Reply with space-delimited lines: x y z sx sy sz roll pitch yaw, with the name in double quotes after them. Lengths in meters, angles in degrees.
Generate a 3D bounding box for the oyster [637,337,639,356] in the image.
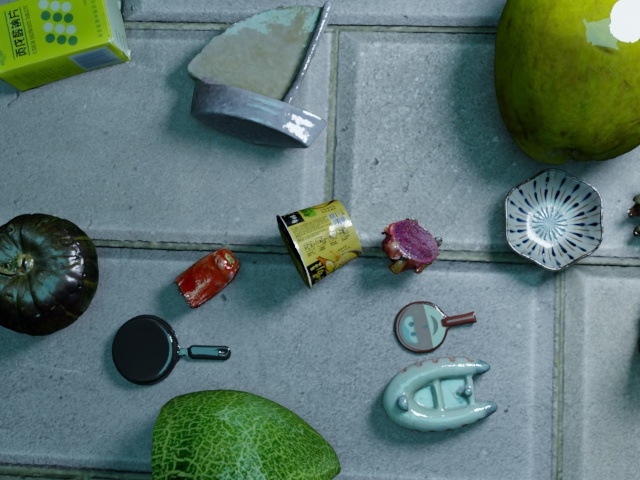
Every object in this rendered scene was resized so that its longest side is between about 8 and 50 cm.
0.643 0.110 1.519 0.112 0.198 0.267 25 119 3 "oyster"

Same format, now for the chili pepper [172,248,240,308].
-0.211 0.070 1.672 0.123 0.073 0.070 -37 124 2 "chili pepper"

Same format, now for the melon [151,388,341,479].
-0.149 0.392 1.500 0.331 0.343 0.226 32 92 5 "melon"

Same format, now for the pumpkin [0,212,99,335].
-0.535 0.064 1.653 0.238 0.159 0.238 -1 83 10 "pumpkin"

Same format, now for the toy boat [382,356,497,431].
0.217 0.284 1.608 0.208 0.079 0.134 -7 86 3 "toy boat"

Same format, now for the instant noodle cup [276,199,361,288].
0.000 0.000 1.627 0.122 0.151 0.151 -23 82 -6 "instant noodle cup"

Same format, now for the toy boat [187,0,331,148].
-0.119 -0.315 1.697 0.276 0.111 0.293 1 71 6 "toy boat"

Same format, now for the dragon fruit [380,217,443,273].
0.159 0.016 1.640 0.112 0.126 0.068 42 131 2 "dragon fruit"

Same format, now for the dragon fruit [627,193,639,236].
0.644 -0.055 1.589 0.130 0.121 0.142 -30 52 -31 "dragon fruit"

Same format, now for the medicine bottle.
-0.512 -0.396 1.712 0.250 0.141 0.137 -14 86 3 "medicine bottle"

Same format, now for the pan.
-0.289 0.211 1.682 0.235 0.028 0.136 1 85 5 "pan"

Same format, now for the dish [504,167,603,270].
0.428 -0.035 1.628 0.191 0.066 0.190 -1 81 5 "dish"

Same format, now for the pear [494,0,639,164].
0.478 -0.332 1.532 0.352 0.352 0.413 13 95 6 "pear"

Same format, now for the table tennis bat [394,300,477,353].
0.216 0.158 1.652 0.155 0.019 0.098 -11 83 7 "table tennis bat"
